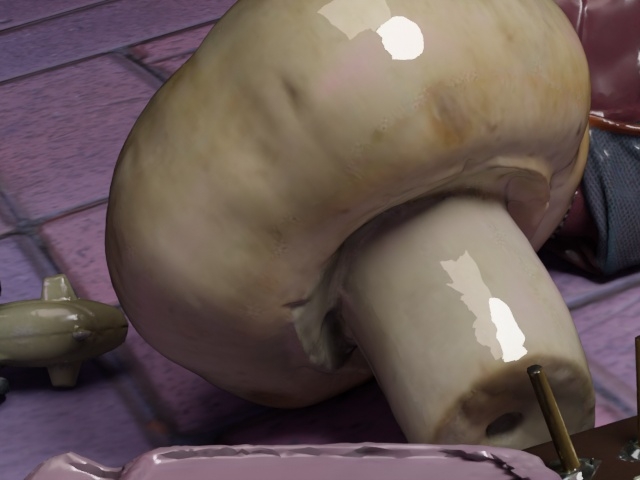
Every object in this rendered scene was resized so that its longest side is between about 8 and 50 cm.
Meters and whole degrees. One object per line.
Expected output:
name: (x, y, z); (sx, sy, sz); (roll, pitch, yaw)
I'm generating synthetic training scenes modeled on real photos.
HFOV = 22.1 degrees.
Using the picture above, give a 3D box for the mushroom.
mushroom: (0.026, -0.032, 1.073); (0.353, 0.325, 0.353); (-17, 29, 10)

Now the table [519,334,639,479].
table: (0.188, 0.145, 0.879); (0.121, 0.111, 0.240); (-15, 24, -12)

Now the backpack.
backpack: (0.181, -0.156, 1.301); (0.197, 0.317, 0.283); (-17, 25, -25)

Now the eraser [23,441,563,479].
eraser: (-0.040, 0.197, 0.588); (0.272, 0.122, 0.359); (-4, 18, 14)

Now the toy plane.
toy plane: (-0.285, 0.076, 1.283); (0.286, 0.092, 0.108); (-6, 3, 10)
